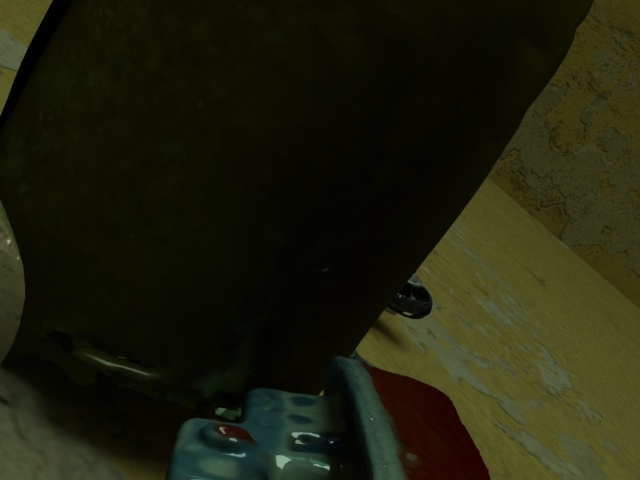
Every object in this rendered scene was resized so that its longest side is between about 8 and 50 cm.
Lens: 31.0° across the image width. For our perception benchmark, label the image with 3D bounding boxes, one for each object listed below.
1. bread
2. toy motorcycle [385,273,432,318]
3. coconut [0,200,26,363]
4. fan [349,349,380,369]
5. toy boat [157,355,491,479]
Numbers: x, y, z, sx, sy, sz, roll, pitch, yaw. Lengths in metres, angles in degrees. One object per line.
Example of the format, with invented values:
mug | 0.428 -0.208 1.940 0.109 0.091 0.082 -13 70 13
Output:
bread | -0.026 -0.081 0.605 0.251 0.376 0.208 33 16 -10
toy motorcycle | 0.000 0.000 1.042 0.229 0.074 0.151 19 25 -25
coconut | -0.179 0.013 0.468 0.116 0.116 0.122 30 9 -24
fan | 0.015 0.083 0.939 0.133 0.005 0.085 35 13 1
toy boat | -0.005 0.149 0.409 0.133 0.145 0.332 11 15 -6
